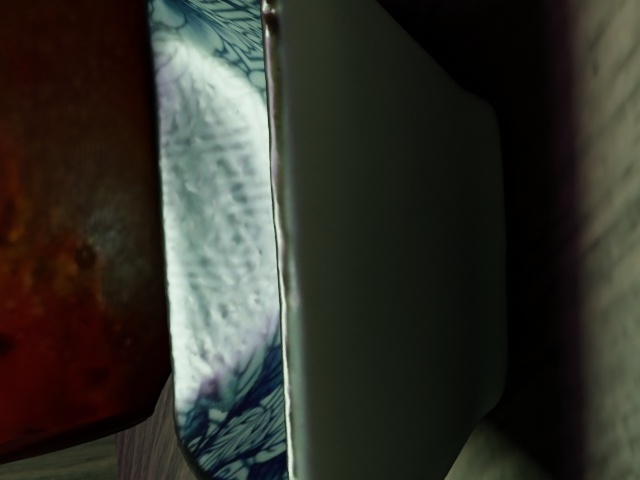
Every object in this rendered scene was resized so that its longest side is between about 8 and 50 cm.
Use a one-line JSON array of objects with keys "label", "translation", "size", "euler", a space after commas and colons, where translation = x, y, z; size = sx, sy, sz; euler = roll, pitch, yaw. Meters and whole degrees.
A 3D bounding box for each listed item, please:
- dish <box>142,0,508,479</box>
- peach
[{"label": "dish", "translation": [0.000, 0.000, 0.499], "size": [0.243, 0.080, 0.181], "euler": [-154, 59, -75]}, {"label": "peach", "translation": [-0.186, -0.069, 0.734], "size": [0.388, 0.388, 0.388], "euler": [175, 90, -79]}]
